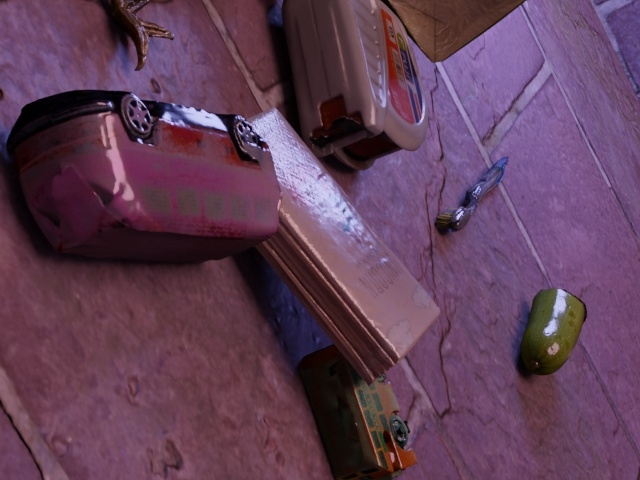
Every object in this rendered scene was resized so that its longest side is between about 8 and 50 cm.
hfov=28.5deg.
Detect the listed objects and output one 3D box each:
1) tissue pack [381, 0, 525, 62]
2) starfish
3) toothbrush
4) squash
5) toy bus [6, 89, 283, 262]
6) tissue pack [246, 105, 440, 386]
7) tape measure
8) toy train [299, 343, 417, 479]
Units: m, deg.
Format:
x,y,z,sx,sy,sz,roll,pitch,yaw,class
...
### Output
x,y,z,sx,sy,sz,roll,pitch,yaw,class
0.179,-0.422,1.946,0.167,0.200,0.274,52,6,-28,tissue pack
-0.212,-0.264,1.402,0.133,0.041,0.130,-75,143,-59,starfish
0.269,-0.084,2.128,0.413,0.042,0.035,-39,140,-62,toothbrush
0.378,0.163,2.080,0.095,0.095,0.188,58,32,-16,squash
-0.163,-0.057,1.241,0.303,0.128,0.147,3,70,-60,toy bus
0.000,0.000,1.466,0.325,0.071,0.170,50,27,2,tissue pack
0.047,-0.222,1.744,0.265,0.130,0.258,28,46,-58,tape measure
0.041,0.195,1.475,0.099,0.072,0.188,-7,75,-54,toy train
